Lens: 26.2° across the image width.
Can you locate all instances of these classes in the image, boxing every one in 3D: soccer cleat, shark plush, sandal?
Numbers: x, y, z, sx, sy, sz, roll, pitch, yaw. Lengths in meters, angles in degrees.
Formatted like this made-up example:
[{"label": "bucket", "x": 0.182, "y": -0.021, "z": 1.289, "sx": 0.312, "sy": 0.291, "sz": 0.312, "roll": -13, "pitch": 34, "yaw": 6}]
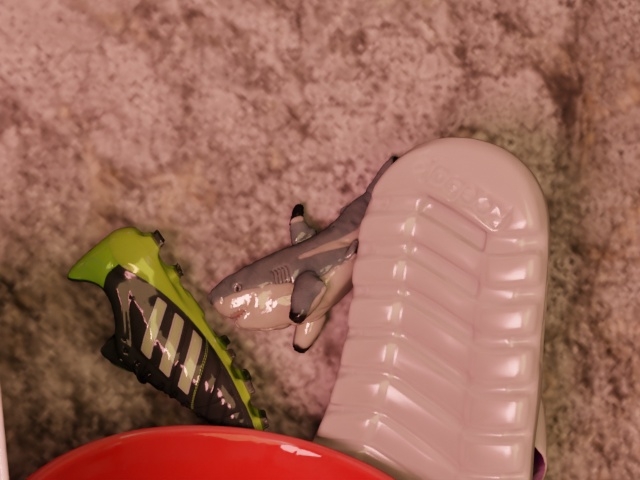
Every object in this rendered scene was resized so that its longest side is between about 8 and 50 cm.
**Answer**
[{"label": "soccer cleat", "x": -0.097, "y": 0.076, "z": 0.899, "sx": 0.072, "sy": 0.060, "sz": 0.179, "roll": -33, "pitch": 92, "yaw": -2}, {"label": "shark plush", "x": 0.000, "y": 0.000, "z": 0.922, "sx": 0.067, "sy": 0.073, "sz": 0.161, "roll": 38, "pitch": 85, "yaw": 16}, {"label": "sandal", "x": 0.076, "y": 0.141, "z": 0.909, "sx": 0.169, "sy": 0.102, "sz": 0.416, "roll": 19, "pitch": 100, "yaw": 22}]

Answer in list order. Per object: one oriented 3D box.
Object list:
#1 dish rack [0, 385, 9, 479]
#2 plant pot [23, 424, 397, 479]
[{"label": "dish rack", "x": -0.306, "y": 0.174, "z": 0.620, "sx": 0.333, "sy": 0.072, "sz": 0.285, "roll": -6, "pitch": 84, "yaw": 5}, {"label": "plant pot", "x": -0.062, "y": 0.279, "z": 0.795, "sx": 0.275, "sy": 0.275, "sz": 0.243, "roll": 3, "pitch": 114, "yaw": -15}]
